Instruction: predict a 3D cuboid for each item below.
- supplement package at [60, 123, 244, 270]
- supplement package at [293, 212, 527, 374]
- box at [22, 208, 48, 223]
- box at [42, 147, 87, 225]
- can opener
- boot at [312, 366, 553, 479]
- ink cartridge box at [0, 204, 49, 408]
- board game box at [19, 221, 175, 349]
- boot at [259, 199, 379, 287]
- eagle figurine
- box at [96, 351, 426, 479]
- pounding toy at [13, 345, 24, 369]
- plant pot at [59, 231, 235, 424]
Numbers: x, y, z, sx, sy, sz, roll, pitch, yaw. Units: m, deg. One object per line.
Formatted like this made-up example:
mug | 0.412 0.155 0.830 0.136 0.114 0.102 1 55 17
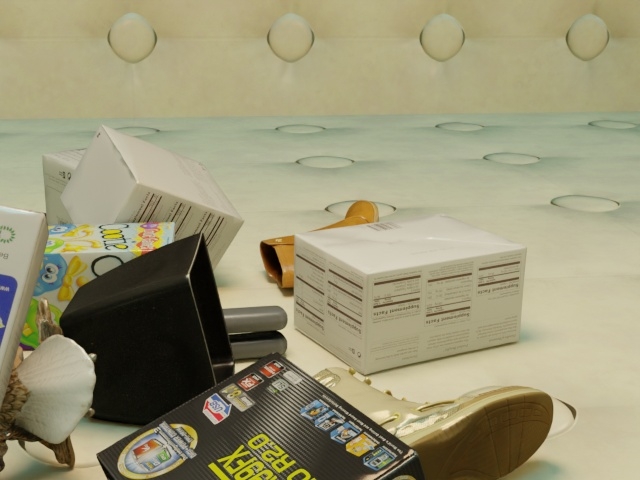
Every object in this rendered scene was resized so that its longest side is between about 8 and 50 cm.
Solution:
supplement package | -0.270 -0.050 1.643 0.203 0.149 0.194 20 21 -39
supplement package | 0.121 0.067 1.459 0.262 0.145 0.204 -8 18 -28
box | -0.529 -0.019 1.883 0.083 0.062 0.052 10 17 29
box | -0.392 -0.059 1.811 0.119 0.182 0.181 -12 21 -37
can opener | -0.184 0.123 1.380 0.280 0.074 0.093 -2 15 -11
boot | 0.096 0.192 1.110 0.262 0.095 0.203 -18 23 -26
ink cartridge box | -0.375 0.133 0.920 0.176 0.371 0.069 12 -23 -5
board game box | -0.342 0.062 1.459 0.275 0.144 0.142 -2 17 -6
boot | 0.000 0.001 1.762 0.211 0.104 0.295 -2 20 -10
eagle figurine | -0.382 0.173 1.014 0.298 0.225 0.226 2 23 -39
box | -0.061 0.219 0.956 0.216 0.060 0.270 -28 26 -21
pounding toy | -0.480 0.093 1.192 0.269 0.155 0.154 -2 14 5
plant pot | -0.206 0.117 1.240 0.167 0.188 0.187 -12 16 2
